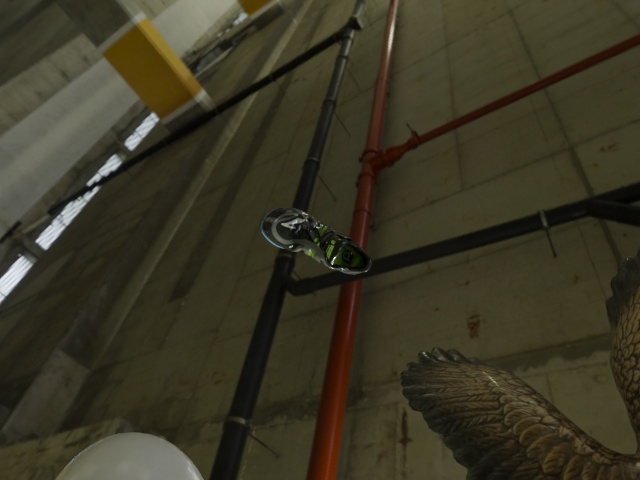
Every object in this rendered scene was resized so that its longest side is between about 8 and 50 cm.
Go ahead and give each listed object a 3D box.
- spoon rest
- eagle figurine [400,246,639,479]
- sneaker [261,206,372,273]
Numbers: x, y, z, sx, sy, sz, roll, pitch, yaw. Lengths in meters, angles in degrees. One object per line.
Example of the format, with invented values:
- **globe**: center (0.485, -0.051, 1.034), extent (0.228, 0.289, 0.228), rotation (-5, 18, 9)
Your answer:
- **spoon rest**: center (-0.204, 0.238, 0.353), extent (0.276, 0.137, 0.084), rotation (-22, 167, 3)
- **eagle figurine**: center (0.202, 0.141, 0.320), extent (0.225, 0.226, 0.298), rotation (113, -31, -45)
- **sneaker**: center (0.000, 0.000, 0.731), extent (0.067, 0.188, 0.078), rotation (-67, -159, -7)
